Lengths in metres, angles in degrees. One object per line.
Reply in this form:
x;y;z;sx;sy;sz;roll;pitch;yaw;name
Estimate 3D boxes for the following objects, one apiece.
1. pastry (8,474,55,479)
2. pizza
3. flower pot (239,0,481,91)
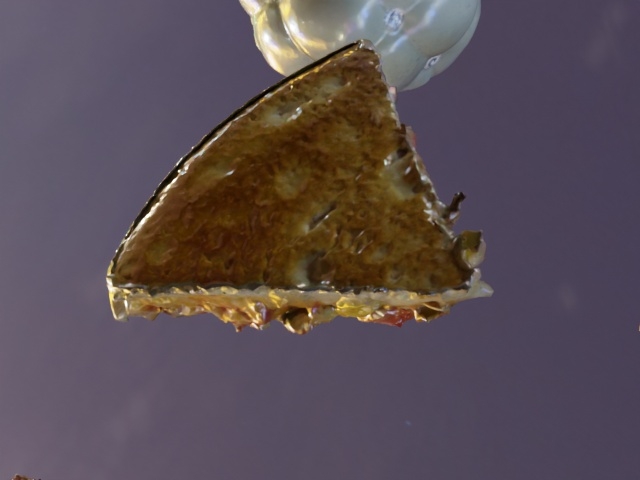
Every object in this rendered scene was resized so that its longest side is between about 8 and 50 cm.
-0.239;0.249;1.187;0.169;0.087;0.063;11;-147;21;pastry
0.000;0.000;0.656;0.201;0.053;0.193;-39;-131;-13;pizza
0.039;-0.258;1.222;0.246;0.195;0.246;4;-138;-4;flower pot
